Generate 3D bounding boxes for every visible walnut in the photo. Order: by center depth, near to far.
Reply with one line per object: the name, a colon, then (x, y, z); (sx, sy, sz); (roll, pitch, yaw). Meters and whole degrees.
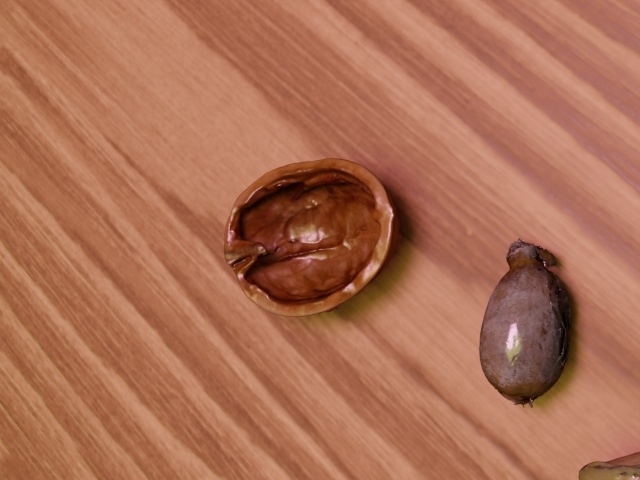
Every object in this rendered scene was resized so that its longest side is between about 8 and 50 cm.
walnut: (0.003, 0.000, 1.096); (0.211, 0.087, 0.167); (-12, 77, 28)

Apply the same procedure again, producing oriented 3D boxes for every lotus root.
lotus root: (0.203, 0.081, 0.986); (0.088, 0.088, 0.165); (5, 83, 30)

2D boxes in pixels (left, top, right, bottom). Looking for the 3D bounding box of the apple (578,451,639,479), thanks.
apple: (0.378, 0.264, 0.862); (0.265, 0.120, 0.193); (-8, 101, 39)
